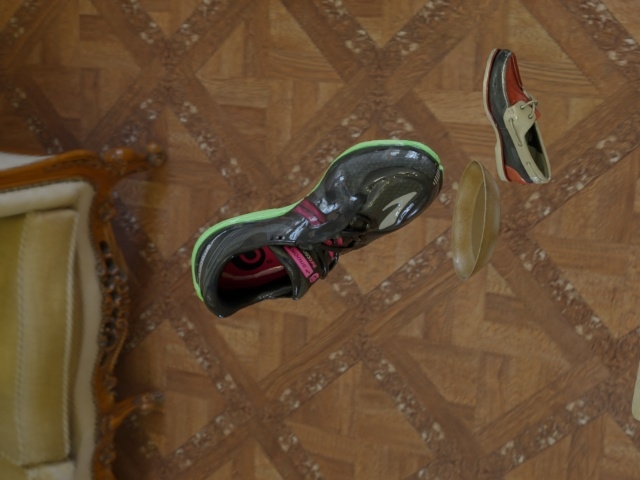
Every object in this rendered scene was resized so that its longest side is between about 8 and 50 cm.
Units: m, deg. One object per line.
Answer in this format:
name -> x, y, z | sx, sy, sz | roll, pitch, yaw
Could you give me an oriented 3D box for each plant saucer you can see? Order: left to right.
plant saucer -> 0.107, -0.013, 0.582 | 0.015, 0.083, 0.083 | 5, 105, -5

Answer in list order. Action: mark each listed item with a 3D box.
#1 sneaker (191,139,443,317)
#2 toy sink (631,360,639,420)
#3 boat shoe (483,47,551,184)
sneaker -> 0.000, 0.000, 1.439 | 0.483, 0.202, 0.185 | -30, 122, 15
toy sink -> 0.355, 0.095, 0.703 | 0.131, 0.234, 0.152 | -8, 64, 58
boat shoe -> 0.177, -0.108, 0.757 | 0.043, 0.049, 0.137 | 12, 133, 37
